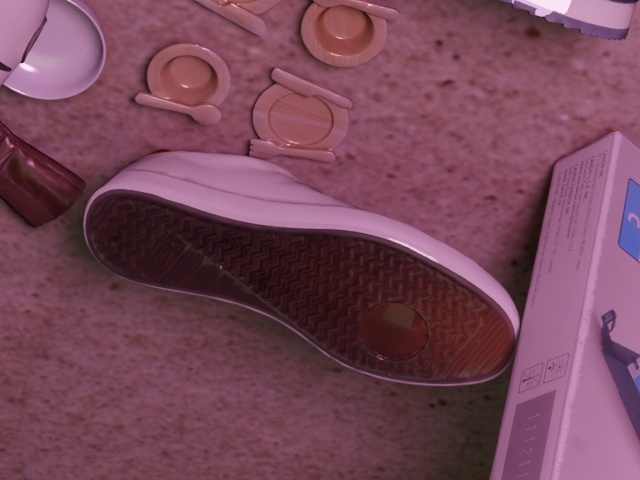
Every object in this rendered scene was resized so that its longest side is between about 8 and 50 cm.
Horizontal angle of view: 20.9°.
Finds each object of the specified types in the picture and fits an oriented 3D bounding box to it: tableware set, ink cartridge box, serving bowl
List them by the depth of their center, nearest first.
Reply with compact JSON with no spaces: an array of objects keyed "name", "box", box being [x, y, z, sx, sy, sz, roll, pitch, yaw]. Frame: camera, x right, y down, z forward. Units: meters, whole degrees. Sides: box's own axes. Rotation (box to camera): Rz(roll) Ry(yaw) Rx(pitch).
[{"name":"ink cartridge box","box":[0.234,0.118,1.111,0.261,0.296,0.066,37,139,-24]},{"name":"serving bowl","box":[-0.177,-0.132,1.112,0.083,0.027,0.083,3,129,3]},{"name":"tableware set","box":[-0.033,-0.121,1.115,0.141,0.020,0.169,19,129,-10]}]

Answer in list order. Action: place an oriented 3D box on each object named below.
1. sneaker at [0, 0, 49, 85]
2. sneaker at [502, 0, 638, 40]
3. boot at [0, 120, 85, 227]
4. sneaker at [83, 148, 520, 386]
[{"name":"sneaker","box":[-0.319,-0.175,0.999,0.330,0.122,0.146,23,97,-12]},{"name":"sneaker","box":[0.061,-0.233,0.978,0.319,0.112,0.131,21,111,-16]},{"name":"boot","box":[-0.231,-0.038,1.193,0.106,0.037,0.114,-32,125,29]},{"name":"sneaker","box":[0.000,0.000,1.137,0.290,0.123,0.106,21,119,6]}]
